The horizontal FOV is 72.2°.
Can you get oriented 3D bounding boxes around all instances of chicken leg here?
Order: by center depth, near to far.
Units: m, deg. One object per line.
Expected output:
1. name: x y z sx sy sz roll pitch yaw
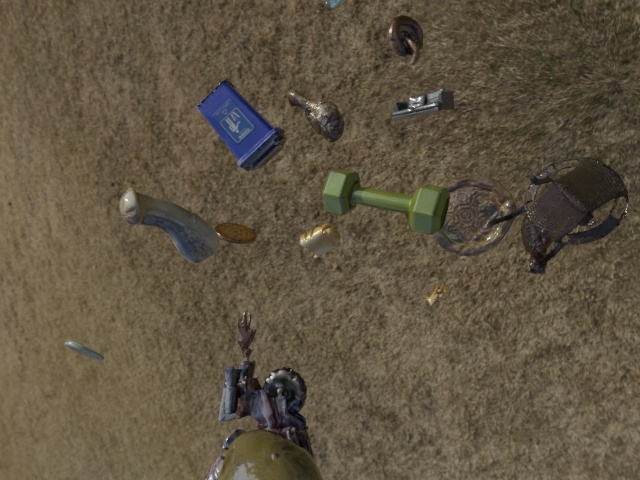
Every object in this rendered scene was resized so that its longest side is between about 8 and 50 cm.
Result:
1. chicken leg: -0.014 -0.331 1.122 0.198 0.069 0.084 43 157 23
2. chicken leg: 0.691 -0.045 1.295 0.322 0.177 0.083 -44 124 4

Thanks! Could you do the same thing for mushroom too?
1. mushroom: -0.307 -0.033 0.907 0.092 0.223 0.081 -35 46 15
2. mushroom: 0.296 -0.684 1.509 0.080 0.135 0.170 141 114 -74

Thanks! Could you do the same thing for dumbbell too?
1. dumbbell: 0.152 -0.098 1.062 0.302 0.121 0.108 14 109 25

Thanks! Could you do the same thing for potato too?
1. potato: -0.061 0.368 0.571 0.160 0.178 0.234 -19 61 7

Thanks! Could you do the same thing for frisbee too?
1. frisbee: -0.640 0.301 1.190 0.110 0.014 0.110 17 150 10

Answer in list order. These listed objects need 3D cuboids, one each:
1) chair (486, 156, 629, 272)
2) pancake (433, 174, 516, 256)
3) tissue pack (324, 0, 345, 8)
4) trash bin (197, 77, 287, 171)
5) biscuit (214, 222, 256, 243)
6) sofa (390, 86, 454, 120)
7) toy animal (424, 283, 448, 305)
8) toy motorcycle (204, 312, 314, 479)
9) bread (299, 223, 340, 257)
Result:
1. chair: 0.460 -0.065 0.835 0.174 0.213 0.149 53 152 24
2. pancake: 0.442 -0.078 1.311 0.250 0.031 0.249 0 90 23
3. tissue pack: 0.138 -0.830 1.194 0.162 0.388 0.287 43 134 -14
4. trash bin: -0.222 -0.328 1.271 0.163 0.184 0.234 -42 95 7
5. biscuit: -0.376 -0.030 1.946 0.188 0.188 0.027 27 114 23
6. sofa: 0.262 -0.355 1.140 0.147 0.085 0.060 3 107 47
7. toy animal: 0.425 0.201 1.615 0.061 0.081 0.083 26 138 2
8. toy motorcycle: -0.117 0.326 0.799 0.207 0.134 0.400 -11 76 8
9. bread: 0.000 0.000 1.797 0.177 0.084 0.119 -26 120 25
